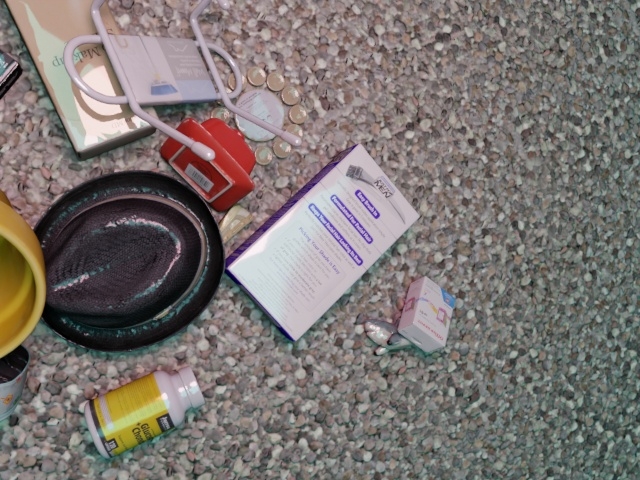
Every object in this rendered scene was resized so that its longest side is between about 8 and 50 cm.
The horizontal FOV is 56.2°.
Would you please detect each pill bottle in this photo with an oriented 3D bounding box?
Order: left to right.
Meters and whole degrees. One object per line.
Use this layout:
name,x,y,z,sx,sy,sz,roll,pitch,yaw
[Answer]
pill bottle,-0.297,0.286,1.024,0.184,0.103,0.103,-22,98,-17

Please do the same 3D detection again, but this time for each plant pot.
plant pot,-0.525,0.017,0.846,0.254,0.239,0.254,-11,123,-18

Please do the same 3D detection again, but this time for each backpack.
backpack,-0.547,0.211,0.907,0.188,0.166,0.144,8,103,-17

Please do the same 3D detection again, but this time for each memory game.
memory game,-0.116,-0.234,1.127,0.186,0.012,0.186,0,91,-18

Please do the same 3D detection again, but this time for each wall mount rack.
wall mount rack,-0.194,-0.248,0.932,0.350,0.130,0.304,-22,86,-52

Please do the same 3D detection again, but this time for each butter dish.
butter dish,-0.177,-0.152,1.051,0.160,0.160,0.118,46,54,-14

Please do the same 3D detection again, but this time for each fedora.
fedora,-0.322,0.035,0.957,0.334,0.152,0.334,0,90,-7

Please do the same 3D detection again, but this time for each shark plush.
shark plush,0.169,0.180,1.213,0.161,0.073,0.067,-10,64,-14

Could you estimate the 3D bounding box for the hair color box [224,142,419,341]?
hair color box,0.000,0.000,1.122,0.339,0.110,0.185,-43,102,-12

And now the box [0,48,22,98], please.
box,-0.640,-0.236,0.921,0.216,0.060,0.270,37,79,-16

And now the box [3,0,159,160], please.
box,-0.392,-0.302,0.972,0.148,0.121,0.311,-27,99,-18

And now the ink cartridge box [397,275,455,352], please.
ink cartridge box,0.213,0.149,1.199,0.088,0.052,0.122,36,51,-16

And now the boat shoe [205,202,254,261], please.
boat shoe,-0.180,0.003,1.087,0.048,0.056,0.153,37,72,-11
